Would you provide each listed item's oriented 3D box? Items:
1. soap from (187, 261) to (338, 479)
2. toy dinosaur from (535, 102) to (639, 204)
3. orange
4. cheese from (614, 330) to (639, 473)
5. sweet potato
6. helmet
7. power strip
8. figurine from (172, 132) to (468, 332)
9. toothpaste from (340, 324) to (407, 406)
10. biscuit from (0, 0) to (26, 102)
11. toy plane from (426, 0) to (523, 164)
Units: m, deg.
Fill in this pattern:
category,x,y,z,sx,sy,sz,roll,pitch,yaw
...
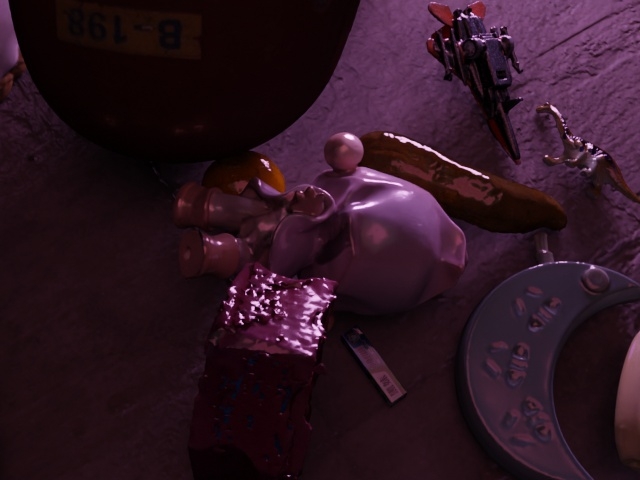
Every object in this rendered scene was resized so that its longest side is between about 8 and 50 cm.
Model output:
category,x,y,z,sx,sy,sz,roll,pitch,yaw
soap,-0.044,0.121,0.983,0.099,0.250,0.162,17,65,2
toy dinosaur,0.279,-0.075,1.198,0.058,0.037,0.180,-39,73,-12
orange,-0.076,-0.051,1.149,0.083,0.070,0.083,-8,33,6
cheese,0.329,0.105,1.092,0.127,0.054,0.252,30,56,-34
sweet potato,0.138,-0.054,1.160,0.233,0.062,0.081,20,25,5
helmet,-0.126,-0.187,1.102,0.384,0.337,0.230,8,101,6
power strip,0.216,0.110,1.107,0.167,0.054,0.253,14,68,2
figurine,0.001,0.000,1.075,0.275,0.133,0.200,4,102,-22
toothpaste,0.051,0.120,1.113,0.020,0.017,0.083,-32,71,-15
biscuit,-0.414,-0.208,1.215,0.208,0.049,0.181,12,66,1
toy plane,0.178,-0.170,1.220,0.130,0.061,0.189,-11,68,-40
